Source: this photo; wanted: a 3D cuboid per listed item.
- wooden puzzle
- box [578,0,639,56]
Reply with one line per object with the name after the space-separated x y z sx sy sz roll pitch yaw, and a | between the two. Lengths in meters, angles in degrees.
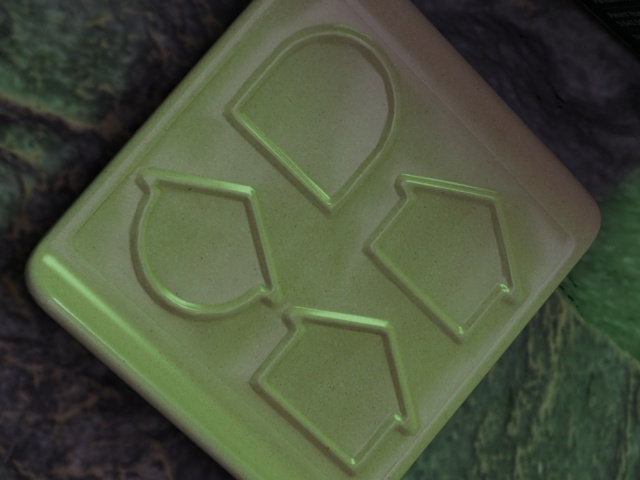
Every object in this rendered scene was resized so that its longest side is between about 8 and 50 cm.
0.000 0.000 1.250 0.322 0.080 0.348 44 75 -21 | wooden puzzle
0.315 -0.418 1.248 0.472 0.297 0.480 37 79 -19 | box
